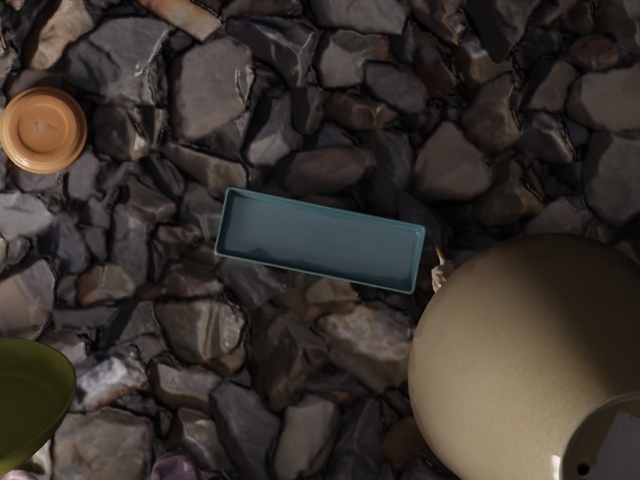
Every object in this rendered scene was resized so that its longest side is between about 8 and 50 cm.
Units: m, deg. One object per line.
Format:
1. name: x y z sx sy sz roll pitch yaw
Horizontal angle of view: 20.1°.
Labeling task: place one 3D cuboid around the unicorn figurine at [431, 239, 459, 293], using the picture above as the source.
1. unicorn figurine: 0.148 0.085 1.674 0.111 0.060 0.161 12 82 -4

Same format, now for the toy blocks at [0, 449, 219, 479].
1. toy blocks: -0.216 0.319 1.508 0.309 0.260 0.288 -18 62 -3

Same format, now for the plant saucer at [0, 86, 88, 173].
1. plant saucer: -0.262 -0.105 1.708 0.084 0.013 0.083 0 85 -2

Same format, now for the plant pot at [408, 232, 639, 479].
1. plant pot: 0.224 0.146 1.528 0.257 0.274 0.256 -2 102 -8

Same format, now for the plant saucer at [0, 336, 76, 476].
1. plant saucer: -0.330 0.161 1.592 0.241 0.241 0.037 -11 115 -2

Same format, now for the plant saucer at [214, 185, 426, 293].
1. plant saucer: 0.000 0.000 1.701 0.192 0.018 0.067 11 85 1
